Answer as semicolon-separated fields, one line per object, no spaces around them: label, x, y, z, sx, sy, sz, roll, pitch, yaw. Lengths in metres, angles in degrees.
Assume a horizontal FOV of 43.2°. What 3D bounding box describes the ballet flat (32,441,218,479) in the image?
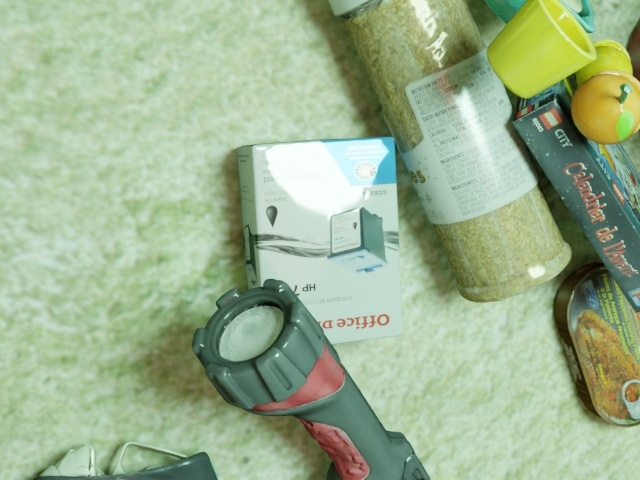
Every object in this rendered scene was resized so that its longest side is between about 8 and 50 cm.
ballet flat;-0.195;0.224;0.752;0.203;0.074;0.074;0;95;-9

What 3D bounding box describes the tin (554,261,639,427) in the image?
tin;0.325;0.114;0.897;0.106;0.040;0.190;-22;101;-8

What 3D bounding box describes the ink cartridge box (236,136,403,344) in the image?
ink cartridge box;0.000;0.000;0.773;0.139;0.082;0.191;-6;96;-15

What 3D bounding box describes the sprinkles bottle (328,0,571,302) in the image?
sprinkles bottle;0.123;-0.119;0.773;0.121;0.121;0.356;-28;102;-11

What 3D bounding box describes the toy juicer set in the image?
toy juicer set;0.218;-0.226;0.734;0.209;0.329;0.089;26;130;-32

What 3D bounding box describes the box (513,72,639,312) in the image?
box;0.274;-0.065;0.803;0.044;0.159;0.233;-27;109;31

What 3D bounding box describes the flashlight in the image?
flashlight;-0.001;0.167;0.730;0.103;0.103;0.304;-59;138;-32

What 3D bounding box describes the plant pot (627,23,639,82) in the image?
plant pot;0.462;-0.176;0.788;0.272;0.265;0.273;-2;96;-15
